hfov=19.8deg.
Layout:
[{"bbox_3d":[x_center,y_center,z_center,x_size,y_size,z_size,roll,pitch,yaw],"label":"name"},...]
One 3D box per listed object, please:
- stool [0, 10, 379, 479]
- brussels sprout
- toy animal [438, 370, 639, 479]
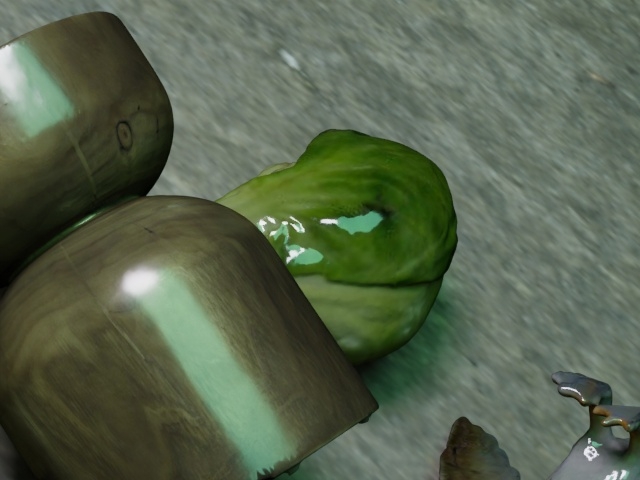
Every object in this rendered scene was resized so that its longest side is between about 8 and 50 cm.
[{"bbox_3d":[-0.111,0.033,0.997,0.179,0.179,0.264,-31,84,-37],"label":"stool"},{"bbox_3d":[0.007,0.004,1.136,0.145,0.131,0.183,34,43,12],"label":"brussels sprout"},{"bbox_3d":[0.131,0.149,1.027,0.197,0.160,0.272,3,24,-42],"label":"toy animal"}]
